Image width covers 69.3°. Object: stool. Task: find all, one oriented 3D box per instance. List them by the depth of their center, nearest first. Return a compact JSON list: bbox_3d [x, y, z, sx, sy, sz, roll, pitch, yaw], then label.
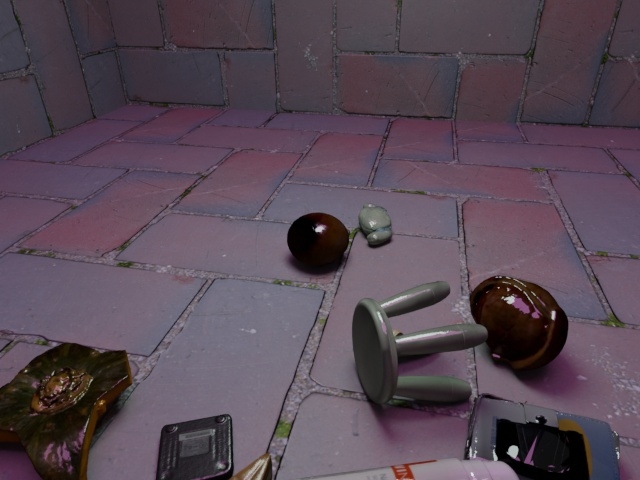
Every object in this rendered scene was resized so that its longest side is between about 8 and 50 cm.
[{"bbox_3d":[0.179,0.203,0.890,0.198,0.195,0.195,-3,29,-12],"label":"stool"}]

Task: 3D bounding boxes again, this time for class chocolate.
[{"bbox_3d":[0.000,0.000,1.293,0.176,0.177,0.177,-1,30,0],"label":"chocolate"}]

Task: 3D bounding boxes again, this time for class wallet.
[{"bbox_3d":[0.362,0.340,0.768,0.230,0.069,0.170,11,37,22],"label":"wallet"}]

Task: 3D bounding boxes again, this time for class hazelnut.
[{"bbox_3d":[0.412,0.166,0.959,0.160,0.170,0.202,-7,20,-7],"label":"hazelnut"}]

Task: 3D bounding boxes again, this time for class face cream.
[{"bbox_3d":[0.125,0.380,0.672,0.345,0.102,0.102,-6,31,-6],"label":"face cream"}]

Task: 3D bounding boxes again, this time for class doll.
[{"bbox_3d":[0.171,-0.059,1.449,0.103,0.072,0.214,-3,34,-1],"label":"doll"}]

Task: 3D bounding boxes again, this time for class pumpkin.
[{"bbox_3d":[-0.465,0.295,0.834,0.290,0.095,0.258,7,35,20],"label":"pumpkin"}]

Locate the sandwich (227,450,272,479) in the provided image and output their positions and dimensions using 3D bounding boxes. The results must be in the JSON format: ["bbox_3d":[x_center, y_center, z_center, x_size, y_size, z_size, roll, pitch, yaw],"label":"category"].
[{"bbox_3d":[-0.103,0.405,0.658,0.163,0.079,0.113,-24,39,-37],"label":"sandwich"}]

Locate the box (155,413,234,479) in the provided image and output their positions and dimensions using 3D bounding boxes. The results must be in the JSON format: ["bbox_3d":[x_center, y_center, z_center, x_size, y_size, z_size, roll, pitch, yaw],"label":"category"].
[{"bbox_3d":[-0.212,0.358,0.788,0.126,0.027,0.125,-7,31,-10],"label":"box"}]

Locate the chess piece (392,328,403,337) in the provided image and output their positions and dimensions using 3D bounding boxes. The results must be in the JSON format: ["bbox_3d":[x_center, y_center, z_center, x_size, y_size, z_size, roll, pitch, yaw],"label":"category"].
[{"bbox_3d":[0.141,0.202,1.046,0.035,0.035,0.092,-22,33,-32],"label":"chess piece"}]
